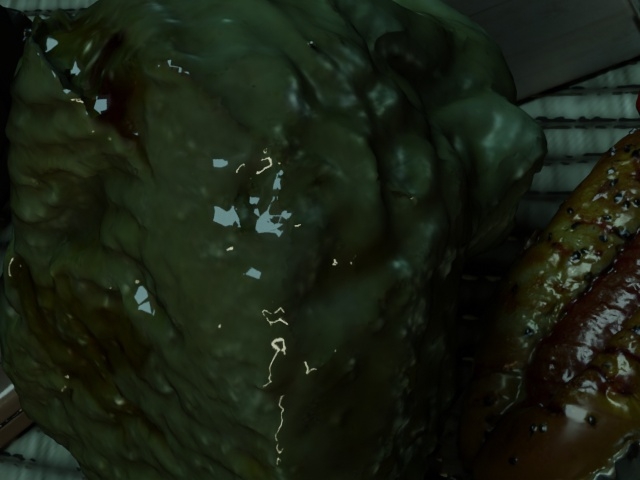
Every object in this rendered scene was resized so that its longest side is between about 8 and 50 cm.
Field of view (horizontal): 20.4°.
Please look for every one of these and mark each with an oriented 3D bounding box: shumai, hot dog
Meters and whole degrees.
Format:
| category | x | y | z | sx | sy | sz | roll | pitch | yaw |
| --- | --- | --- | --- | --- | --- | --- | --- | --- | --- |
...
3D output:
| category | x | y | z | sx | sy | sz | roll | pitch | yaw |
| --- | --- | --- | --- | --- | --- | --- | --- | --- | --- |
| shumai | -0.002 | 0.001 | 0.650 | 0.189 | 0.256 | 0.218 | 40 | 53 | 16 |
| hot dog | 0.108 | 0.025 | 0.638 | 0.099 | 0.053 | 0.192 | 10 | 55 | 49 |

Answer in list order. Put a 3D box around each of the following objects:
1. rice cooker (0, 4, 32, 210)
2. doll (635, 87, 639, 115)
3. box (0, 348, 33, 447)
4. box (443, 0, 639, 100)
| category | x | y | z | sx | sy | sz | roll | pitch | yaw |
| --- | --- | --- | --- | --- | --- | --- | --- | --- | --- |
| rice cooker | -0.224 | -0.057 | 0.914 | 0.118 | 0.142 | 0.203 | 10 | 56 | 29 |
| doll | 0.192 | 0.026 | 0.472 | 0.183 | 0.160 | 0.363 | 1 | 25 | -27 |
| box | -0.140 | 0.063 | 0.814 | 0.115 | 0.025 | 0.048 | -38 | 39 | -3 |
| box | 0.044 | -0.119 | 0.821 | 0.199 | 0.081 | 0.135 | -19 | 40 | 17 |
